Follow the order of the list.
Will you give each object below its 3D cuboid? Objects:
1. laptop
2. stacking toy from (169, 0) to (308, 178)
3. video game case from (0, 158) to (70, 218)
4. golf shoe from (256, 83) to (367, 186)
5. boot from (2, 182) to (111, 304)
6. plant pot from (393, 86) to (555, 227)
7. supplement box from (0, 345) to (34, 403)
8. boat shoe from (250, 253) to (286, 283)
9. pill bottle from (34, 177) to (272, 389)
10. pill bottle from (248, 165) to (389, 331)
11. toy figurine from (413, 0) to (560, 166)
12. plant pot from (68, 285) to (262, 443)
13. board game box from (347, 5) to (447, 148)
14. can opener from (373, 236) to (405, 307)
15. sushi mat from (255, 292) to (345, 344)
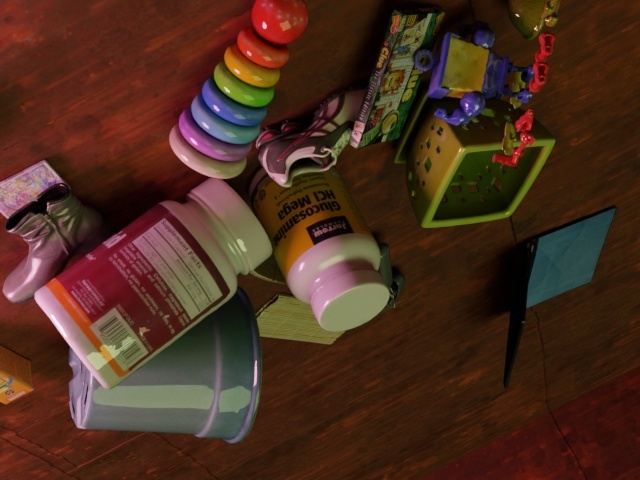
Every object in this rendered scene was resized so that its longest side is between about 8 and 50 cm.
[{"bbox_3d":[0.659,0.163,2.490,0.236,0.408,0.382,7,146,10],"label":"laptop"},{"bbox_3d":[-0.124,-0.264,1.472,0.141,0.141,0.330,5,131,-38],"label":"stacking toy"},{"bbox_3d":[-0.506,-0.086,1.549,0.122,0.011,0.087,-27,146,1],"label":"video game case"},{"bbox_3d":[0.018,-0.190,1.672,0.273,0.120,0.105,-28,145,-1],"label":"golf shoe"},{"bbox_3d":[-0.509,0.000,1.601,0.246,0.083,0.161,-40,147,4],"label":"boot"},{"bbox_3d":[0.286,-0.180,1.784,0.228,0.207,0.227,-8,143,-27],"label":"plant pot"},{"bbox_3d":[-0.685,0.255,1.829,0.078,0.080,0.233,-29,149,7],"label":"supplement box"},{"bbox_3d":[-0.055,0.030,1.919,0.302,0.098,0.109,-5,98,-41],"label":"boat shoe"},{"bbox_3d":[-0.297,0.068,1.644,0.392,0.224,0.224,-38,149,-16],"label":"pill bottle"},{"bbox_3d":[0.000,0.000,1.718,0.188,0.334,0.188,-18,145,-13],"label":"pill bottle"},{"bbox_3d":[0.276,-0.328,1.562,0.217,0.362,0.191,11,176,0],"label":"toy figurine"},{"bbox_3d":[-0.337,0.258,1.875,0.334,0.341,0.341,4,137,-25],"label":"plant pot"},{"bbox_3d":[0.137,-0.292,1.610,0.136,0.030,0.259,-23,141,-48],"label":"board game box"},{"bbox_3d":[0.153,0.070,2.178,0.095,0.076,0.283,-51,154,-24],"label":"can opener"},{"bbox_3d":[-0.039,0.201,2.249,0.316,0.019,0.151,13,131,-44],"label":"sushi mat"}]
